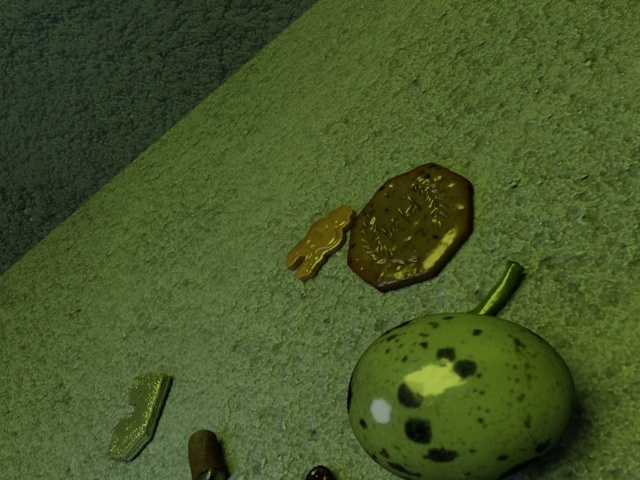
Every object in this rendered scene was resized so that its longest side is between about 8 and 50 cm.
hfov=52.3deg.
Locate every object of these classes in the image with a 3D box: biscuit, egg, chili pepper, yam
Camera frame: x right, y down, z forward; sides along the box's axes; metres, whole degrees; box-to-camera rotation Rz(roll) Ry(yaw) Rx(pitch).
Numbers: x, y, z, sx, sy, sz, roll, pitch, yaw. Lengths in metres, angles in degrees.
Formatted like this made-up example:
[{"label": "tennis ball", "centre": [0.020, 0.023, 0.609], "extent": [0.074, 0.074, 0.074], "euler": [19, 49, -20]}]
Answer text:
[{"label": "biscuit", "centre": [0.002, 0.001, 1.756], "extent": [0.236, 0.040, 0.144], "euler": [-51, 42, 2]}, {"label": "biscuit", "centre": [-0.512, 0.494, 1.835], "extent": [0.147, 0.046, 0.249], "euler": [-13, 50, 38]}, {"label": "egg", "centre": [0.225, 0.265, 1.091], "extent": [0.380, 0.287, 0.287], "euler": [-6, 54, 33]}, {"label": "chili pepper", "centre": [0.330, 0.123, 1.302], "extent": [0.201, 0.050, 0.052], "euler": [-46, 22, 6]}, {"label": "yam", "centre": [-0.271, 0.522, 1.545], "extent": [0.084, 0.084, 0.127], "euler": [-42, 34, 10]}, {"label": "biscuit", "centre": [0.207, -0.038, 1.571], "extent": [0.359, 0.046, 0.359], "euler": [-28, 41, 27]}]

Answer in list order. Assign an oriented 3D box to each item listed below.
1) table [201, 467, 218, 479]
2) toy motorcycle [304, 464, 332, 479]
[{"label": "table", "centre": [-0.163, 0.660, 1.196], "extent": [0.272, 0.222, 0.335], "euler": [-48, 38, 4]}, {"label": "toy motorcycle", "centre": [0.000, 0.533, 1.255], "extent": [0.118, 0.084, 0.212], "euler": [-48, 29, 4]}]
